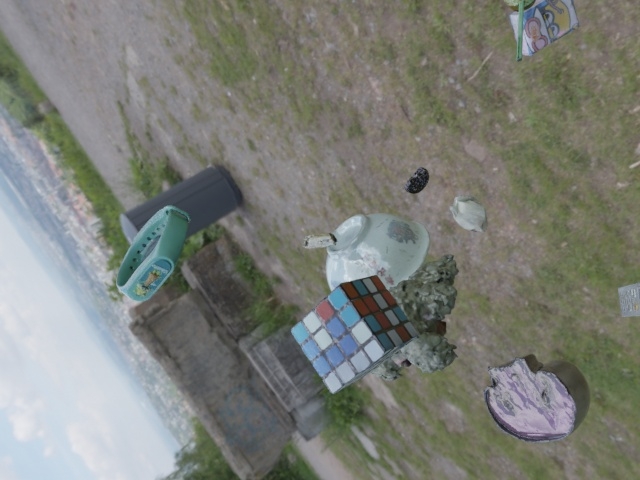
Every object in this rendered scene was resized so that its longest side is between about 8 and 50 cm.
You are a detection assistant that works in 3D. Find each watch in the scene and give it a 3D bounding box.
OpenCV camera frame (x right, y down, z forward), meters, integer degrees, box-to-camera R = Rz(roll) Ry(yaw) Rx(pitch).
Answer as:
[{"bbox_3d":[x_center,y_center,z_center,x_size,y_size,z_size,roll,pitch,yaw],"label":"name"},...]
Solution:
[{"bbox_3d":[-0.380,0.029,1.197,0.068,0.237,0.195,29,-155,-31],"label":"watch"}]

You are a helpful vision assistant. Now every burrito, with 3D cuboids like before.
[{"bbox_3d":[0.000,0.000,1.673,0.149,0.055,0.041,-9,137,43],"label":"burrito"}]

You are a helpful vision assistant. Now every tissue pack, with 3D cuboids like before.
[{"bbox_3d":[0.579,-0.566,1.359,0.116,0.155,0.065,60,177,-26],"label":"tissue pack"}]

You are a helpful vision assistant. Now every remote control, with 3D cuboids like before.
[{"bbox_3d":[1.120,0.212,1.858,0.313,0.054,0.110,34,-127,-74],"label":"remote control"}]

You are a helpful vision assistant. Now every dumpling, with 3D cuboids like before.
[{"bbox_3d":[0.626,-0.118,2.196,0.199,0.136,0.118,28,167,-21],"label":"dumpling"}]

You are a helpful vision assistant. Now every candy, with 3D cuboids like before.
[{"bbox_3d":[0.318,-0.352,0.836,0.061,0.203,0.061,10,149,6],"label":"candy"}]

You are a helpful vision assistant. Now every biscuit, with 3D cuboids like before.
[{"bbox_3d":[0.309,-0.191,1.681,0.027,0.087,0.089,46,137,44],"label":"biscuit"}]

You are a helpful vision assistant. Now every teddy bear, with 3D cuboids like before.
[{"bbox_3d":[0.281,0.192,1.447,0.224,0.367,0.357,49,152,4],"label":"teddy bear"}]

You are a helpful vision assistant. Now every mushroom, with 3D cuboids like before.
[{"bbox_3d":[0.374,0.262,0.893,0.188,0.117,0.142,-44,58,50],"label":"mushroom"}]

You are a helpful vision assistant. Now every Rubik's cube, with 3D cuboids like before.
[{"bbox_3d":[0.067,0.177,1.017,0.154,0.155,0.151,-45,71,28],"label":"Rubik's cube"}]

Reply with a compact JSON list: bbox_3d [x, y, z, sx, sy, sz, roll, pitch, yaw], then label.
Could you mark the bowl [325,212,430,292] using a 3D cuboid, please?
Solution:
[{"bbox_3d":[0.149,0.037,1.840,0.196,0.435,0.434,43,161,-22],"label":"bowl"}]
